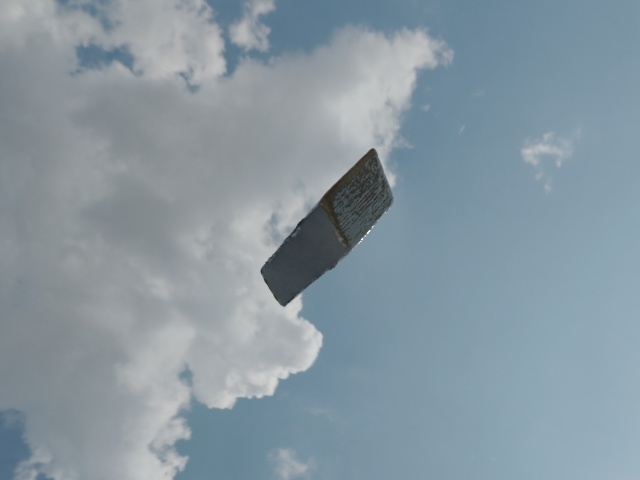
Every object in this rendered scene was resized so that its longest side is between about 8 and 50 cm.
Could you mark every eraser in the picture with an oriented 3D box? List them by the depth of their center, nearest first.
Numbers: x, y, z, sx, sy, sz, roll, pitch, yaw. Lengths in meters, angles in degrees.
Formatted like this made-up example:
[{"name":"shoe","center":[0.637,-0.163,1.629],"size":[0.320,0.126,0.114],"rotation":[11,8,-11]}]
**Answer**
[{"name":"eraser","center":[0.001,0.001,0.862],"size":[0.077,0.352,0.111],"rotation":[45,-119,0]}]
